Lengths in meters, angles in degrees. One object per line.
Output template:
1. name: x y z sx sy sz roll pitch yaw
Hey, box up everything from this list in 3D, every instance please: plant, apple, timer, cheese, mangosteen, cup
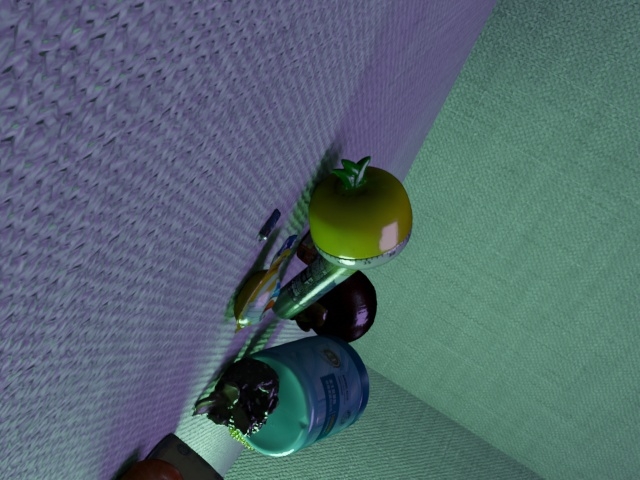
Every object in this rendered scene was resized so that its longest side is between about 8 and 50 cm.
1. plant: -0.215 0.438 1.822 0.234 0.204 0.178 -30 140 -78
2. apple: -0.380 0.580 1.423 0.199 0.199 0.199 -57 171 -14
3. timer: 0.091 -0.093 1.575 0.285 0.285 0.285 -57 171 -14
4. cheese: -0.131 0.102 1.509 0.271 0.069 0.177 -61 171 13
5. mangosteen: 0.059 0.227 2.289 0.297 0.297 0.293 -62 168 24
6. cup: -0.357 0.684 1.627 0.301 0.257 0.227 -61 169 24

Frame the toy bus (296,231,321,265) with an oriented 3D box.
1. toy bus: 0.000 0.000 1.869 0.174 0.077 0.079 -50 169 -42

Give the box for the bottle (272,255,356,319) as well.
1. bottle: -0.017 0.114 1.795 0.330 0.093 0.093 -39 -174 40

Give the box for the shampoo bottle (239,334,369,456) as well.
1. shampoo bottle: -0.068 0.488 2.077 0.342 0.331 0.331 -1 125 -56

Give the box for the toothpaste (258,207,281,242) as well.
1. toothpaste: -0.107 -0.031 1.366 0.083 0.019 0.027 -60 155 -19

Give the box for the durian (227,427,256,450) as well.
1. durian: -0.227 0.605 2.271 0.237 0.200 0.177 -68 151 -28
